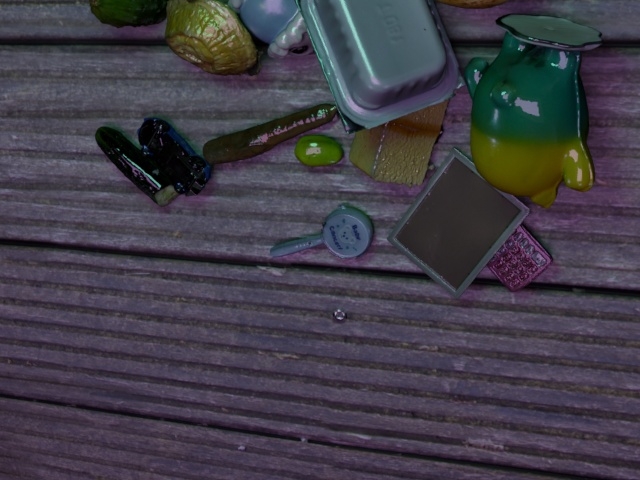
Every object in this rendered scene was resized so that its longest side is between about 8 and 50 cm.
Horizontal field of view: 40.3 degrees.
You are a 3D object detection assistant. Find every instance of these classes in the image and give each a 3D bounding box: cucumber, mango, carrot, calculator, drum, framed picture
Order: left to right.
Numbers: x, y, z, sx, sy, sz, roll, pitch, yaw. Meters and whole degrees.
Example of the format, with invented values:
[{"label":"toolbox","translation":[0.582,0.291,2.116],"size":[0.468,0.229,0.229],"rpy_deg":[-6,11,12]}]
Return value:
[{"label":"cucumber","translation":[-0.413,-0.500,1.808],"size":[0.134,0.244,0.134],"rpy_deg":[4,109,13]},{"label":"cucumber","translation":[-0.436,-0.178,2.053],"size":[0.241,0.074,0.074],"rpy_deg":[41,119,-1]},{"label":"carrot","translation":[-0.108,-0.234,1.924],"size":[0.342,0.070,0.070],"rpy_deg":[-16,107,22]},{"label":"mango","translation":[-0.003,-0.195,1.912],"size":[0.108,0.056,0.073],"rpy_deg":[9,120,1]},{"label":"drum","translation":[-0.003,-0.019,1.991],"size":[0.253,0.049,0.130],"rpy_deg":[0,113,18]},{"label":"framed picture","translation":[0.294,-0.034,1.883],"size":[0.217,0.017,0.274],"rpy_deg":[43,120,11]},{"label":"calculator","translation":[0.397,0.011,1.877],"size":[0.190,0.034,0.126],"rpy_deg":[47,118,3]}]

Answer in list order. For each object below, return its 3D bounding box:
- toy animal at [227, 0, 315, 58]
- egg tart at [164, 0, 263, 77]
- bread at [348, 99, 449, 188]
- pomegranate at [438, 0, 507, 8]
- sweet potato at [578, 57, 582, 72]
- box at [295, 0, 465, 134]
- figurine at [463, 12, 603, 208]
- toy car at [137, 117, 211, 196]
[{"label":"toy animal","translation":[-0.071,-0.468,1.756],"size":[0.204,0.156,0.208],"rpy_deg":[47,122,-1]},{"label":"egg tart","translation":[-0.238,-0.413,1.809],"size":[0.252,0.098,0.232],"rpy_deg":[30,158,19]},{"label":"bread","translation":[0.160,-0.249,1.806],"size":[0.178,0.142,0.266],"rpy_deg":[23,110,21]},{"label":"pomegranate","translation":[0.276,-0.521,1.585],"size":[0.215,0.215,0.215],"rpy_deg":[7,115,15]},{"label":"sweet potato","translation":[0.489,-0.342,1.696],"size":[0.034,0.034,0.095],"rpy_deg":[6,126,16]},{"label":"box","translation":[0.117,-0.402,1.645],"size":[0.264,0.106,0.336],"rpy_deg":[-22,89,-9]},{"label":"figurine","translation":[0.396,-0.240,1.658],"size":[0.324,0.231,0.340],"rpy_deg":[30,128,38]},{"label":"toy car","translation":[-0.336,-0.198,2.014],"size":[0.216,0.063,0.103],"rpy_deg":[47,126,10]}]
